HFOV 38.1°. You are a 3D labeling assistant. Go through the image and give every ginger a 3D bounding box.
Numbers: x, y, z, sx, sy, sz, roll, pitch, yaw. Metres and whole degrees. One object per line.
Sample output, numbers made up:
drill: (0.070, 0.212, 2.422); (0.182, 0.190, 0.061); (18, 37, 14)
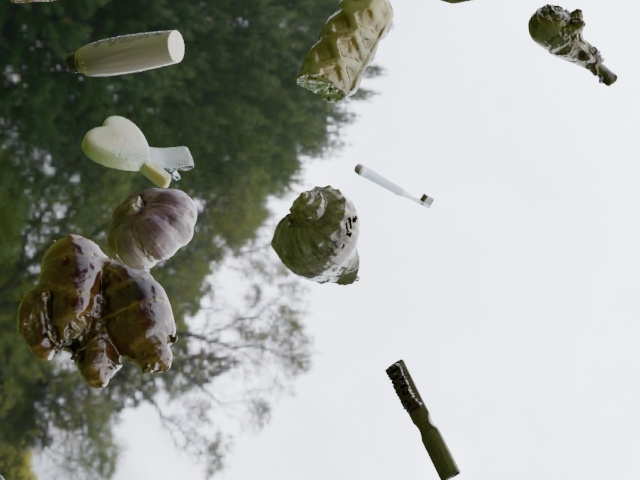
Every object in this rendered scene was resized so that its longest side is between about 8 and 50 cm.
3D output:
ginger: (-0.446, 0.149, 1.891); (0.274, 0.357, 0.152); (-61, 178, -41)

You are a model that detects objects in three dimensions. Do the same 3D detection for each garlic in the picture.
garlic: (-0.278, -0.026, 1.512); (0.147, 0.159, 0.102); (46, -12, 49)

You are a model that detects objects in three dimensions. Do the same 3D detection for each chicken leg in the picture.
chicken leg: (0.393, -0.296, 1.412); (0.093, 0.178, 0.070); (-6, -129, 60)

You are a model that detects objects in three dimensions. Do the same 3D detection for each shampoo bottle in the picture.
shampoo bottle: (-0.418, -0.390, 1.952); (0.127, 0.257, 0.078); (-65, 147, -56)

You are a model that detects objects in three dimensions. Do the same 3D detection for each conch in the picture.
conch: (0.000, 0.000, 1.583); (0.130, 0.155, 0.207); (-85, 154, -47)

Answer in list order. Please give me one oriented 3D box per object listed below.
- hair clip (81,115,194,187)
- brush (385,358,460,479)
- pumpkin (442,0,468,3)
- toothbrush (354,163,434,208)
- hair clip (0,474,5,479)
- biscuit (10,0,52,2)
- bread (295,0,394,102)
hair clip: (-0.325, -0.149, 1.665); (0.071, 0.218, 0.159); (-51, -126, 27)
brush: (0.186, 0.334, 1.738); (0.043, 0.036, 0.248); (-38, -122, 21)
pumpkin: (0.260, -0.591, 1.576); (0.332, 0.199, 0.332); (-28, -136, 31)
toothbrush: (0.175, -0.123, 2.144); (0.025, 0.342, 0.030); (39, -77, 34)
hair clip: (-0.502, 0.481, 1.494); (0.229, 0.066, 0.036); (62, -31, 8)
biscuit: (-0.402, -0.394, 1.371); (0.182, 0.215, 0.034); (128, -55, -82)
bread: (0.062, -0.424, 1.968); (0.268, 0.130, 0.152); (-61, 171, -13)
